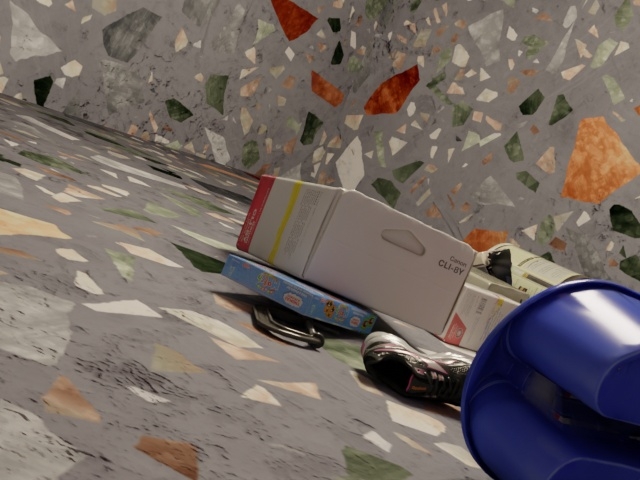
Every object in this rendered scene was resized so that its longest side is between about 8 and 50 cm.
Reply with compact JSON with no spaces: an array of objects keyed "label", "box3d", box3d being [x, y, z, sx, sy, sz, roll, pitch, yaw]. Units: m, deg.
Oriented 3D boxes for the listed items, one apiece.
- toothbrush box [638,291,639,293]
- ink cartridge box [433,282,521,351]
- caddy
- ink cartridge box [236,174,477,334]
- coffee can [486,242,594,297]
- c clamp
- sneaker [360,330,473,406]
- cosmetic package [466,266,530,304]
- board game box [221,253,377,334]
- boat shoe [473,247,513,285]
[{"label":"toothbrush box","box3d":[0.810,0.260,2.071,0.126,0.216,0.295,23,5,6]},{"label":"ink cartridge box","box3d":[0.317,0.156,1.683,0.198,0.115,0.067,20,6,-31]},{"label":"caddy","box3d":[0.308,0.179,0.878,0.341,0.241,0.179,20,11,-24]},{"label":"ink cartridge box","box3d":[0.046,0.014,1.517,0.279,0.160,0.385,23,-2,-22]},{"label":"coffee can","box3d":[0.554,0.142,2.241,0.201,0.201,0.275,18,8,-38]},{"label":"c clamp","box3d":[-0.031,0.118,1.204,0.137,0.022,0.160,22,6,-5]},{"label":"sneaker","box3d":[0.133,0.181,1.113,0.178,0.072,0.077,15,17,6]},{"label":"cosmetic package","box3d":[0.295,0.111,1.930,0.153,0.129,0.296,15,10,-39]},{"label":"board game box","box3d":[-0.028,0.084,1.305,0.160,0.039,0.211,23,-2,31]},{"label":"boat shoe","box3d":[0.334,0.123,2.112,0.127,0.158,0.340,-8,-5,-32]}]
